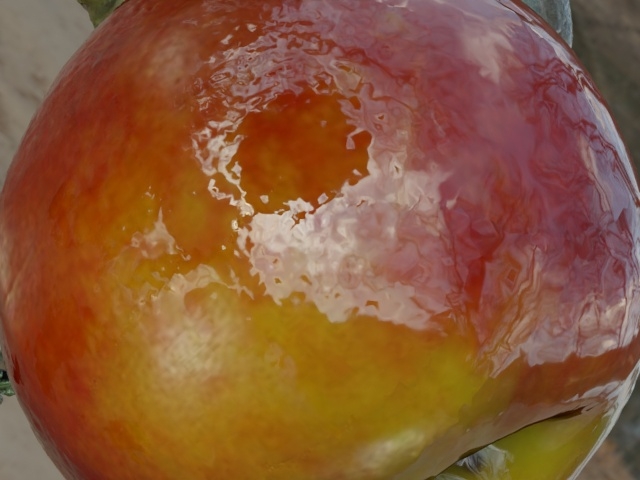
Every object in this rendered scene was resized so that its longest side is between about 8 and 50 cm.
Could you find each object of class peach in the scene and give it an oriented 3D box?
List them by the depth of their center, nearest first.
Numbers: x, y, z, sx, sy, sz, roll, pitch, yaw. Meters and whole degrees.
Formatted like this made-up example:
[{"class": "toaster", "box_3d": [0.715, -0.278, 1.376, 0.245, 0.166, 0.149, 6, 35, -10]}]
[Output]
[{"class": "peach", "box_3d": [0.000, 0.000, 0.936, 0.388, 0.388, 0.388, 39, 16, -13]}]

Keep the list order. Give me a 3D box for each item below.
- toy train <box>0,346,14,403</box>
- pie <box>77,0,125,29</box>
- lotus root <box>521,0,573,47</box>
[{"class": "toy train", "box_3d": [-0.278, 0.096, 1.469, 0.081, 0.202, 0.060, 15, 59, -38]}, {"class": "pie", "box_3d": [-0.188, -0.328, 1.402, 0.071, 0.306, 0.306, -18, 57, -37]}, {"class": "lotus root", "box_3d": [0.127, -0.276, 1.535, 0.140, 0.158, 0.322, -72, 141, -69]}]
